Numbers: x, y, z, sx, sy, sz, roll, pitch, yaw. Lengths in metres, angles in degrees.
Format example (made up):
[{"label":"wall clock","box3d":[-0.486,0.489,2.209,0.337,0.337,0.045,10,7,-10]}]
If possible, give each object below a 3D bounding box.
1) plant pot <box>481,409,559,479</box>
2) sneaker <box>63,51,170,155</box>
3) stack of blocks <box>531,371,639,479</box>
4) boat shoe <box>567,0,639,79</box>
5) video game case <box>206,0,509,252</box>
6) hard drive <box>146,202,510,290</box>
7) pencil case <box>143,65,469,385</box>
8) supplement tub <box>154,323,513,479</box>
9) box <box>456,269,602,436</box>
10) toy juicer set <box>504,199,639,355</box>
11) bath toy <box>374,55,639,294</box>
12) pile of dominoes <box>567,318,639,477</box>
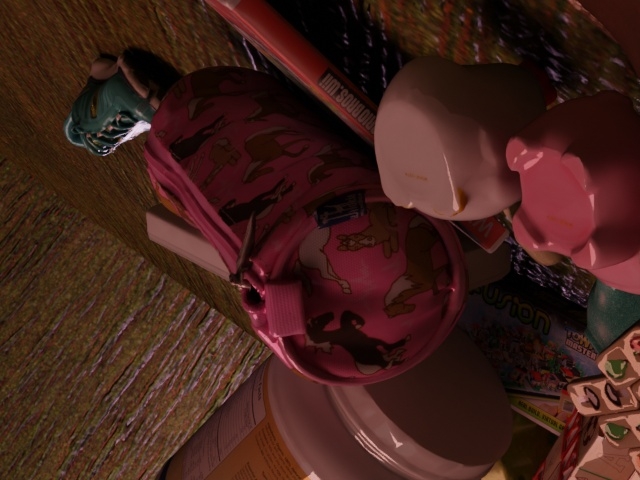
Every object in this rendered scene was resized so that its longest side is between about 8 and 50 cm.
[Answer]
[{"label":"plant pot","box3d":[0.150,0.181,1.598,0.254,0.276,0.276,12,155,43]},{"label":"sneaker","box3d":[-0.225,-0.142,1.740,0.107,0.110,0.275,40,169,-18]},{"label":"stack of blocks","box3d":[0.343,0.244,1.316,0.297,0.087,0.171,22,129,-2]},{"label":"boat shoe","box3d":[0.179,-0.075,0.671,0.257,0.095,0.095,33,170,18]},{"label":"video game case","box3d":[0.010,-0.112,1.176,0.285,0.025,0.204,41,-178,-24]},{"label":"hard drive","box3d":[0.000,0.000,1.428,0.307,0.203,0.040,24,124,51]},{"label":"pencil case","box3d":[-0.027,-0.026,1.241,0.167,0.160,0.386,44,-178,-28]},{"label":"supplement tub","box3d":[0.007,0.214,1.426,0.228,0.316,0.228,29,-146,-22]},{"label":"box","box3d":[0.191,0.099,1.416,0.036,0.114,0.207,-11,-149,-45]},{"label":"toy juicer set","box3d":[0.252,0.064,1.165,0.329,0.089,0.209,53,-172,0]},{"label":"bath toy","box3d":[0.183,-0.022,0.846,0.348,0.129,0.151,25,133,42]},{"label":"pile of dominoes","box3d":[0.285,0.157,1.011,0.251,0.040,0.196,49,141,7]}]
